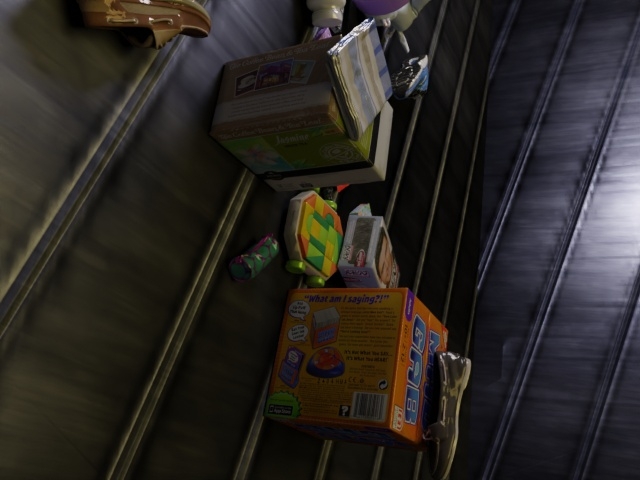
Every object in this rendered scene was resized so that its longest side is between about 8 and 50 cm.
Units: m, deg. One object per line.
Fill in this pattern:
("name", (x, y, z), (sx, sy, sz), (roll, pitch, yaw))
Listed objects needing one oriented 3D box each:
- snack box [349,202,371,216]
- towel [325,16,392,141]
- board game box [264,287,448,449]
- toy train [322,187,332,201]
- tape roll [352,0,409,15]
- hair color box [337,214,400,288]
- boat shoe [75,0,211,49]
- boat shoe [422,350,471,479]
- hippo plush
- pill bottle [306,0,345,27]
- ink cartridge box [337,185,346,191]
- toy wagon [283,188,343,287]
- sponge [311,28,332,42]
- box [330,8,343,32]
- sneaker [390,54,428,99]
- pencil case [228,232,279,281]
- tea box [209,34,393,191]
("snack box", (0.146, -0.044, 2.216), (0.100, 0.037, 0.141), (-41, 123, -56))
("towel", (0.098, -0.374, 1.483), (0.285, 0.034, 0.209), (-56, 133, -49))
("board game box", (0.115, 0.357, 1.788), (0.356, 0.356, 0.356), (43, 52, -52))
("toy train", (0.019, -0.195, 2.009), (0.036, 0.027, 0.158), (-11, 98, -65))
("tape roll", (0.208, -0.895, 2.162), (0.090, 0.275, 0.275), (28, 63, -57))
("hair color box", (0.165, 0.097, 2.090), (0.374, 0.113, 0.185), (63, 35, -55))
("boat shoe", (-0.346, -0.435, 1.286), (0.324, 0.123, 0.116), (-4, 98, -55))
("boat shoe", (0.308, 0.447, 1.689), (0.112, 0.095, 0.335), (113, -4, -62))
("hippo plush", (0.238, -0.866, 2.352), (0.236, 0.234, 0.294), (-18, 146, -43))
("pill bottle", (0.014, -0.762, 1.957), (0.121, 0.121, 0.216), (-6, 93, -61))
("ink cartridge box", (0.127, -0.381, 2.120), (0.308, 0.091, 0.385), (-39, 127, -59))
("toy wagon", (0.000, 0.000, 1.912), (0.344, 0.068, 0.267), (41, 53, -53))
("sponge", (0.029, -0.548, 2.055), (0.210, 0.031, 0.117), (64, 37, -36))
("box", (0.042, -0.757, 2.105), (0.094, 0.027, 0.137), (29, 62, -56))
("sneaker", (0.374, -0.626, 2.596), (0.330, 0.130, 0.147), (-54, 130, -50))
("pencil case", (-0.162, 0.042, 1.615), (0.151, 0.064, 0.070), (-46, 143, -54))
("tea box", (-0.036, -0.294, 1.603), (0.323, 0.329, 0.220), (39, 53, -52))
